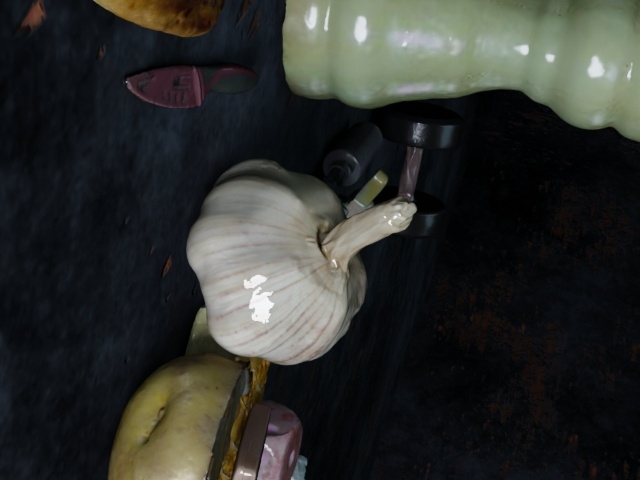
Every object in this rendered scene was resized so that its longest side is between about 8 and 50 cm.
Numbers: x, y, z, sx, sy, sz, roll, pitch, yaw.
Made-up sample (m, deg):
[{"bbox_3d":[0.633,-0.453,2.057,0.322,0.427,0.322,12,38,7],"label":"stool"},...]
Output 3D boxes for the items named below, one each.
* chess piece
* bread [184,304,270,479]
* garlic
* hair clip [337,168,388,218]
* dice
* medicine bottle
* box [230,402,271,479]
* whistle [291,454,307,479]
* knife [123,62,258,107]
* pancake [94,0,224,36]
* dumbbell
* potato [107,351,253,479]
[{"bbox_3d":[0.196,-0.221,0.967,0.234,0.442,0.234,14,90,-78],"label":"chess piece"},{"bbox_3d":[-0.102,0.161,0.916,0.125,0.068,0.188,43,61,-75],"label":"bread"},{"bbox_3d":[0.000,0.000,0.803,0.199,0.226,0.199,28,50,-39],"label":"garlic"},{"bbox_3d":[0.027,-0.041,1.221,0.159,0.071,0.218,-47,175,8],"label":"hair clip"},{"bbox_3d":[-0.077,0.248,1.067,0.093,0.091,0.094,-43,144,-68],"label":"dice"},{"bbox_3d":[0.040,-0.114,1.274,0.199,0.057,0.058,-56,156,-60],"label":"medicine bottle"},{"bbox_3d":[-0.067,0.202,0.849,0.115,0.025,0.048,-80,179,-67],"label":"box"},{"bbox_3d":[-0.053,0.370,1.174,0.223,0.123,0.123,-66,174,31],"label":"whistle"},{"bbox_3d":[-0.102,-0.129,0.743,0.247,0.018,0.035,-32,137,-69],"label":"knife"},{"bbox_3d":[-0.098,-0.248,0.537,0.266,0.057,0.244,71,34,-66],"label":"pancake"},{"bbox_3d":[0.160,-0.125,1.571,0.152,0.152,0.218,-46,147,-66],"label":"dumbbell"},{"bbox_3d":[-0.130,0.202,0.740,0.138,0.098,0.243,98,3,-65],"label":"potato"}]
